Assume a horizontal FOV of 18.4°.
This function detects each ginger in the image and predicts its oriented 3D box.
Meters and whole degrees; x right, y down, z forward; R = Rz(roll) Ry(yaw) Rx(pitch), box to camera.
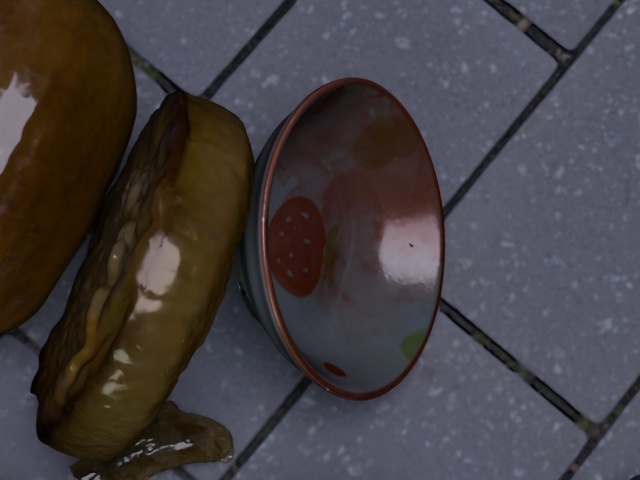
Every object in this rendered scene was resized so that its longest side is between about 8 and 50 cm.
[{"bbox_3d":[-0.139,0.172,1.608,0.137,0.044,0.057,-18,51,-17],"label":"ginger"}]

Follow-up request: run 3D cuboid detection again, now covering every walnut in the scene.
[{"bbox_3d":[-0.265,-0.054,1.559,0.209,0.209,0.336,19,77,-3],"label":"walnut"}]

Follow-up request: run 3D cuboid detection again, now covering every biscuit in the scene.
[{"bbox_3d":[-0.131,0.032,1.513,0.102,0.296,0.296,22,75,-13],"label":"biscuit"}]

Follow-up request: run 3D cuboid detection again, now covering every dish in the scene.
[{"bbox_3d":[0.000,0.000,1.605,0.085,0.260,0.260,-3,74,35],"label":"dish"}]

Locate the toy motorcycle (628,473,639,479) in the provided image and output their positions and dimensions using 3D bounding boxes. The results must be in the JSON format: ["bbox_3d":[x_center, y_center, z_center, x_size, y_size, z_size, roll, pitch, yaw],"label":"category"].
[{"bbox_3d":[0.254,0.308,1.616,0.151,0.074,0.229,-11,88,-15],"label":"toy motorcycle"}]
